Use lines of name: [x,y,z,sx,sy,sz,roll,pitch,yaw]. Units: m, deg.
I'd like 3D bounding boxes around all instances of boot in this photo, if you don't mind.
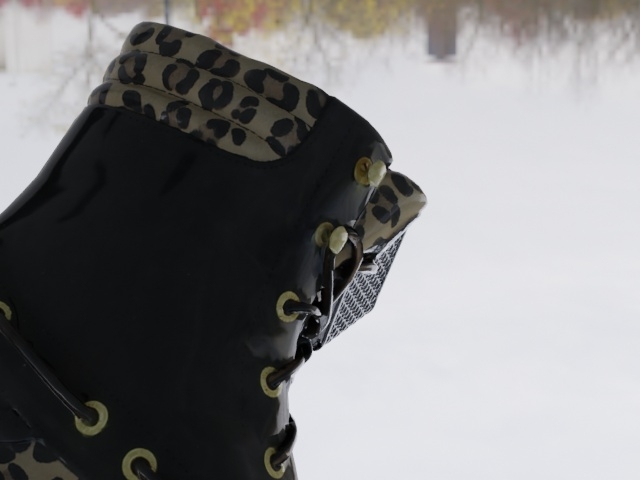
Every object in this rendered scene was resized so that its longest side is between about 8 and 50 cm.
boot: [-0.028,0.082,0.685,0.377,0.284,0.138,30,159,4]

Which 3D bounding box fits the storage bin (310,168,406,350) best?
storage bin: [0.000,0.000,1.281,0.122,0.180,0.084,39,-133,20]
